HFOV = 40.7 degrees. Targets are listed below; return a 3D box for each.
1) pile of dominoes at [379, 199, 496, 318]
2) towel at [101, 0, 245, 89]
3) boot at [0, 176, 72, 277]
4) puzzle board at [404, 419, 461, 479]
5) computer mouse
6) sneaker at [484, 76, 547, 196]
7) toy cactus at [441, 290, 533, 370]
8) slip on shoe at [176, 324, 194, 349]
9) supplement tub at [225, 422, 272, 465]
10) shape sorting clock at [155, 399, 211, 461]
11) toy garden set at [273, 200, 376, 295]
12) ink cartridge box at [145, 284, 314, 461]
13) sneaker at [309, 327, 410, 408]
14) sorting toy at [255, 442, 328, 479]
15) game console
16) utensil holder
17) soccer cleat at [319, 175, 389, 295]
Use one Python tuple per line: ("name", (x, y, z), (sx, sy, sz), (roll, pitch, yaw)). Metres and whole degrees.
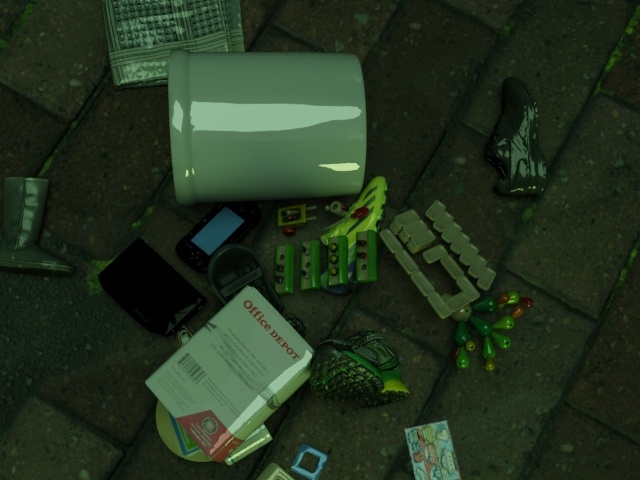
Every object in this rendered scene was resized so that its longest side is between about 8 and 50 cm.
("pile of dominoes", (0.255, 0.041, 1.887), (0.196, 0.040, 0.251), (-24, 68, -31))
("towel", (-0.341, -0.516, 2.008), (0.324, 0.056, 0.312), (-9, 77, -5))
("boot", (-0.617, -0.031, 1.882), (0.190, 0.076, 0.208), (9, 70, -3))
("puzzle board", (0.238, 0.453, 1.830), (0.096, 0.011, 0.128), (-11, 78, -5))
("computer mouse", (-0.161, 0.125, 1.829), (0.188, 0.072, 0.272), (-26, 111, -12))
("sneaker", (0.432, -0.236, 1.955), (0.130, 0.109, 0.286), (-6, 75, 2))
("toy cactus", (0.340, 0.175, 1.868), (0.180, 0.112, 0.219), (34, 80, 25))
("slip on shoe", (-0.275, 0.244, 1.840), (0.051, 0.041, 0.135), (-15, 78, -6))
("supplement tub", (-0.162, 0.411, 1.792), (0.107, 0.071, 0.071), (-31, 80, -9))
("shape sorting clock", (-0.237, 0.351, 1.777), (0.206, 0.040, 0.206), (-4, 66, 9))
("toy garden set", (0.000, 0.000, 1.842), (0.244, 0.049, 0.204), (-11, 66, 28))
("ink cartridge box", (-0.166, 0.263, 1.704), (0.283, 0.117, 0.207), (-43, 72, -6))
("sneaker", (0.067, 0.244, 1.724), (0.134, 0.343, 0.146), (-19, 67, 17))
("sorting toy", (-0.084, 0.586, 1.766), (0.196, 0.047, 0.347), (39, 79, 6))
("game console", (-0.288, 0.029, 1.875), (0.213, 0.044, 0.361), (39, 74, 18))
("utensil holder", (-0.114, -0.241, 1.822), (0.385, 0.327, 0.327), (-3, 77, -6))
("soccer cleat", (0.067, -0.021, 1.893), (0.121, 0.093, 0.289), (19, 76, 9))
